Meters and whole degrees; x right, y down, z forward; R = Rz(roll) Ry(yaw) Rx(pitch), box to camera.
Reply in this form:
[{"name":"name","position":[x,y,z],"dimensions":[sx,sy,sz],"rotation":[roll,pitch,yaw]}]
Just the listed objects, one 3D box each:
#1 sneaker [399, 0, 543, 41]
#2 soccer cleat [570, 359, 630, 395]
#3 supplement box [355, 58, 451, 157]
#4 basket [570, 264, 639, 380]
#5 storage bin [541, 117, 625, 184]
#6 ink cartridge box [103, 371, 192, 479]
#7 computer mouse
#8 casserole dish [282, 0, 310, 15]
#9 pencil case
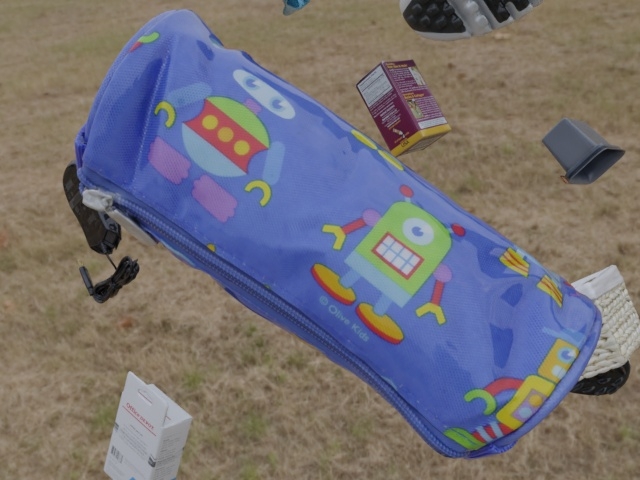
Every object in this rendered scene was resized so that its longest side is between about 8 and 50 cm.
[{"name":"sneaker","position":[0.209,-0.310,0.687],"dimensions":[0.292,0.110,0.118],"rotation":[-34,20,4]},{"name":"soccer cleat","position":[0.313,0.167,1.035],"dimensions":[0.318,0.109,0.116],"rotation":[8,20,1]},{"name":"supplement box","position":[0.080,-0.129,0.638],"dimensions":[0.055,0.083,0.043],"rotation":[-20,-9,-45]},{"name":"basket","position":[0.330,0.107,0.827],"dimensions":[0.113,0.103,0.167],"rotation":[-31,-11,34]},{"name":"storage bin","position":[0.439,-0.152,1.120],"dimensions":[0.135,0.098,0.091],"rotation":[-5,53,-49]},{"name":"ink cartridge box","position":[-0.259,0.294,0.995],"dimensions":[0.104,0.180,0.060],"rotation":[28,18,33]},{"name":"computer mouse","position":[-0.421,-0.013,1.244],"dimensions":[0.060,0.184,0.262],"rotation":[-17,73,-47]},{"name":"casserole dish","position":[0.007,-0.357,0.793],"dimensions":[0.188,0.037,0.114],"rotation":[-45,2,18]},{"name":"pencil case","position":[0.000,0.000,0.373],"dimensions":[0.306,0.119,0.133],"rotation":[36,62,3]}]
